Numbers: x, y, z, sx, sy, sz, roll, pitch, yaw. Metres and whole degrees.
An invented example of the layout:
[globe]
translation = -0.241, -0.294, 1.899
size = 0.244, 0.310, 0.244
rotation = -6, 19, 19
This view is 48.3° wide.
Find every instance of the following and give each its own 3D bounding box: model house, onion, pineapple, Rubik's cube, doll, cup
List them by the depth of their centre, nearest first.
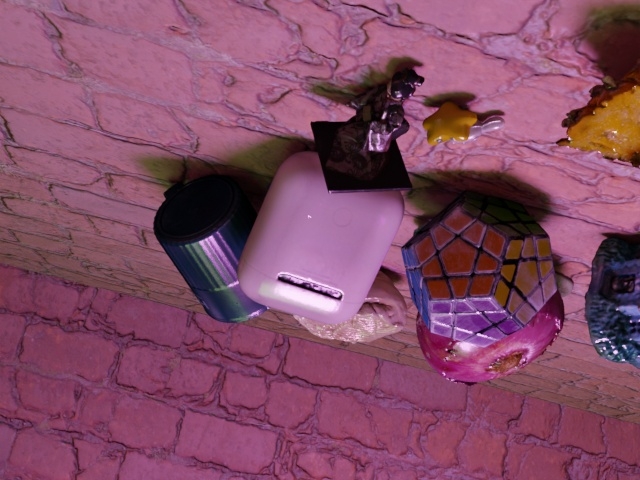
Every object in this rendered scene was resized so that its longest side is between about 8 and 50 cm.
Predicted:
[pineapple]
translation = 0.480, -0.189, 0.954
size = 0.334, 0.158, 0.161
rotation = 10, 122, -3
[doll]
translation = 0.225, -0.190, 1.200
size = 0.113, 0.072, 0.135
rotation = 2, 174, -28
[model house]
translation = 0.704, 0.119, 1.428
size = 0.226, 0.261, 0.241
rotation = 21, 161, -23
[Rubik's cube]
translation = 0.319, 0.056, 1.460
size = 0.264, 0.319, 0.319
rotation = -15, 161, -4
[onion]
translation = 0.409, 0.172, 1.743
size = 0.358, 0.345, 0.358
rotation = -2, 163, -1
[cup]
translation = -0.241, -0.004, 1.743
size = 0.242, 0.308, 0.292
rotation = -18, 134, 10

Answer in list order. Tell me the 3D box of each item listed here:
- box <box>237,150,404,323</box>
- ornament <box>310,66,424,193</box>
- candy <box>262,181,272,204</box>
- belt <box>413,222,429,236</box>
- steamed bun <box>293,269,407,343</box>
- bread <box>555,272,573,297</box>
[box]
translation = 0.000, 0.000, 1.502
size = 0.288, 0.349, 0.141
rotation = 19, -161, -18
[ornament]
translation = 0.091, -0.201, 1.153
size = 0.153, 0.166, 0.196
rotation = -3, 147, -21
[candy]
translation = -0.039, -0.006, 1.738
size = 0.100, 0.157, 0.306
rotation = 4, 159, 25
[belt]
translation = 0.283, -0.003, 1.669
size = 0.151, 0.079, 0.121
rotation = 13, 154, -35
[steamed bun]
translation = 0.093, 0.166, 2.093
size = 0.289, 0.203, 0.276
rotation = -14, 140, 28
[bread]
translation = 0.594, 0.116, 1.848
size = 0.112, 0.036, 0.193
rotation = -6, 154, 42
